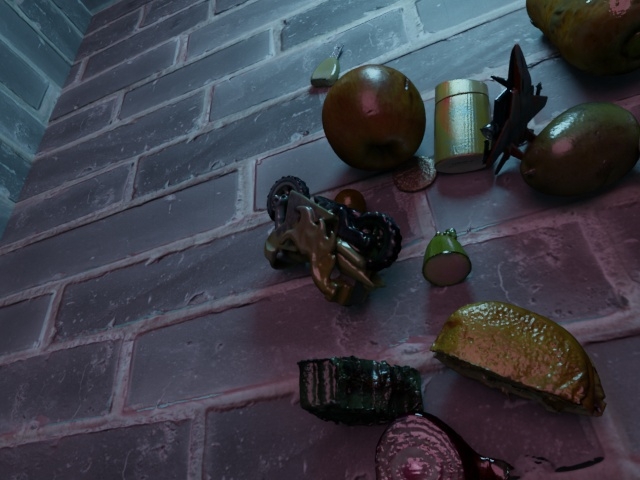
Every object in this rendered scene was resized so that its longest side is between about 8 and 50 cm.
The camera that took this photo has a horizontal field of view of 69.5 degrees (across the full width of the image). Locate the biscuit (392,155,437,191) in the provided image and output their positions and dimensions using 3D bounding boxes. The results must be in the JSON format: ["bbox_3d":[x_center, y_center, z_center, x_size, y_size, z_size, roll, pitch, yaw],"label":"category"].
[{"bbox_3d":[0.243,-0.173,1.189,0.120,0.015,0.120,-13,54,18],"label":"biscuit"}]

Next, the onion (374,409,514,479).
[{"bbox_3d":[0.207,0.383,0.764,0.218,0.140,0.195,-15,58,18],"label":"onion"}]

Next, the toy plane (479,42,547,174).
[{"bbox_3d":[0.406,-0.283,0.976,0.223,0.326,0.104,-46,48,-8],"label":"toy plane"}]

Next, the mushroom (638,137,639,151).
[{"bbox_3d":[0.729,-0.137,0.834,0.189,0.195,0.253,-11,47,-22],"label":"mushroom"}]

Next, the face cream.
[{"bbox_3d":[0.362,-0.303,1.180,0.140,0.067,0.284,-5,57,21],"label":"face cream"}]

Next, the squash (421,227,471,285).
[{"bbox_3d":[0.269,0.018,1.013,0.105,0.105,0.132,-15,40,18],"label":"squash"}]

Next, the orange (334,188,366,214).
[{"bbox_3d":[0.073,-0.085,1.174,0.085,0.085,0.094,-7,61,23],"label":"orange"}]

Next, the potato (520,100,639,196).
[{"bbox_3d":[0.529,-0.181,0.954,0.252,0.159,0.174,-26,49,-6],"label":"potato"}]

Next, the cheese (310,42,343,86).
[{"bbox_3d":[0.035,-0.598,1.557,0.097,0.037,0.192,10,65,30],"label":"cheese"}]

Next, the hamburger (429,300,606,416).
[{"bbox_3d":[0.351,0.198,0.813,0.283,0.143,0.156,16,61,29],"label":"hamburger"}]

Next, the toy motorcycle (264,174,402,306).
[{"bbox_3d":[0.000,0.000,1.075,0.410,0.169,0.236,26,106,41],"label":"toy motorcycle"}]

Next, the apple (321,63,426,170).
[{"bbox_3d":[0.138,-0.299,1.175,0.265,0.264,0.264,-13,55,19],"label":"apple"}]

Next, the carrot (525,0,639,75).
[{"bbox_3d":[0.653,-0.540,1.090,0.224,0.224,0.340,-23,49,12],"label":"carrot"}]

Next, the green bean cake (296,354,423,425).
[{"bbox_3d":[0.075,0.277,0.858,0.194,0.208,0.107,-11,58,23],"label":"green bean cake"}]
